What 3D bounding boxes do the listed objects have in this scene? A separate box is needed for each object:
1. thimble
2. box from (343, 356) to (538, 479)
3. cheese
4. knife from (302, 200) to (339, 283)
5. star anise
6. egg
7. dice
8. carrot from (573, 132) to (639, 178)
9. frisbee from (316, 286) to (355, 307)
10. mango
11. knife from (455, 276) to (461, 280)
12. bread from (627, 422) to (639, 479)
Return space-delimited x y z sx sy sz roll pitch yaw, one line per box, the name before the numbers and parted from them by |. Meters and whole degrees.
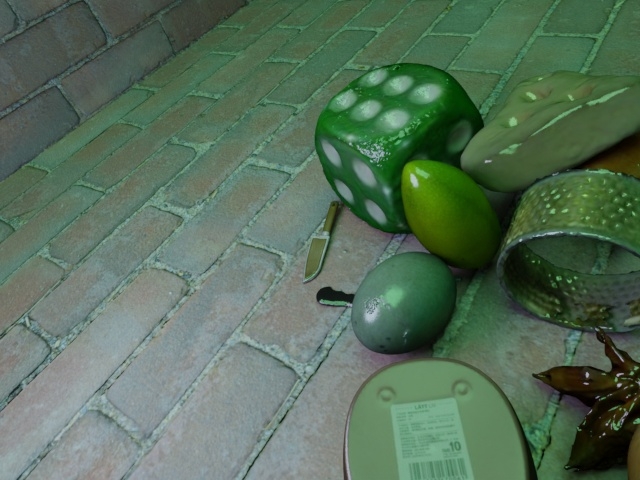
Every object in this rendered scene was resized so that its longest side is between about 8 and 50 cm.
thimble | 0.453 0.024 0.781 0.271 0.270 0.150 13 54 29
box | 0.160 0.321 0.634 0.301 0.216 0.300 -9 48 11
cheese | 0.429 -0.229 0.946 0.329 0.129 0.351 -29 22 7
knife | 0.000 0.001 1.126 0.046 0.022 0.256 7 55 15
star anise | 0.477 0.260 0.642 0.347 0.148 0.237 24 81 32
egg | 0.157 0.115 0.855 0.169 0.169 0.236 22 45 34
dice | 0.180 -0.214 1.077 0.287 0.300 0.297 -37 47 -14
carrot | 0.632 -0.148 0.936 0.331 0.214 0.193 -39 89 -13
frisbee | 0.105 0.143 0.962 0.211 0.012 0.187 -18 45 1
mango | 0.244 -0.057 0.883 0.156 0.343 0.192 -42 53 8
knife | 0.254 0.085 0.972 0.091 0.005 0.014 -8 47 13
bread | 0.446 0.324 0.383 0.253 0.348 0.375 -24 79 16
